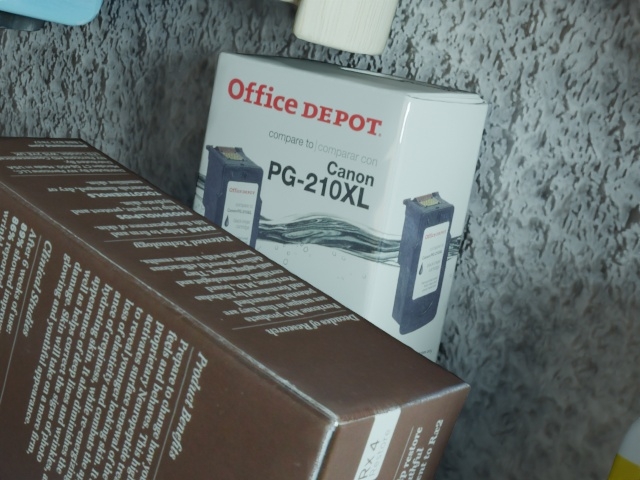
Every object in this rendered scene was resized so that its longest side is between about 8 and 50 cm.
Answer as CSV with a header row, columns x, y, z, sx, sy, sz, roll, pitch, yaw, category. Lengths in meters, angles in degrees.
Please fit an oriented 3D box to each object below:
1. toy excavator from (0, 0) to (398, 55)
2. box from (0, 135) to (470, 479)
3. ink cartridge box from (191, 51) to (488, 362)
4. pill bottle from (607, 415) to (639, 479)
x,y,z,sx,sy,sz,roll,pitch,yaw,category
-0.203,-0.242,0.860,0.445,0.433,0.222,44,120,61,toy excavator
-0.113,0.087,0.752,0.381,0.143,0.191,33,113,35,box
0.000,0.000,0.806,0.172,0.100,0.237,18,103,37,ink cartridge box
0.206,0.192,0.539,0.188,0.188,0.333,19,87,37,pill bottle
